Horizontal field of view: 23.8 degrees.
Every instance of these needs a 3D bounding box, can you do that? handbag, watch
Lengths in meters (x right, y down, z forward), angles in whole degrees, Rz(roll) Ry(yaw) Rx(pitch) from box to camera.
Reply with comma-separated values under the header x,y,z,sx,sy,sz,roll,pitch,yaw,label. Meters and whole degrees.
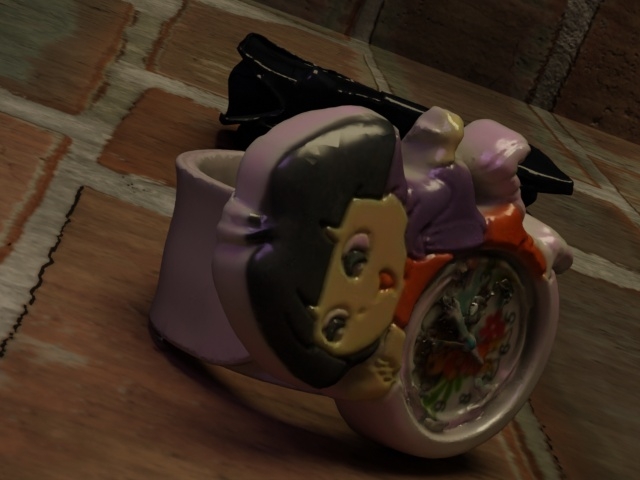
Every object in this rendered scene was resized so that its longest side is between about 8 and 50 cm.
x,y,z,sx,sy,sz,roll,pitch,yaw,label
0.061,-0.083,1.405,0.326,0.118,0.269,20,7,-3,handbag
0.000,0.000,0.883,0.244,0.196,0.231,6,14,-38,watch
